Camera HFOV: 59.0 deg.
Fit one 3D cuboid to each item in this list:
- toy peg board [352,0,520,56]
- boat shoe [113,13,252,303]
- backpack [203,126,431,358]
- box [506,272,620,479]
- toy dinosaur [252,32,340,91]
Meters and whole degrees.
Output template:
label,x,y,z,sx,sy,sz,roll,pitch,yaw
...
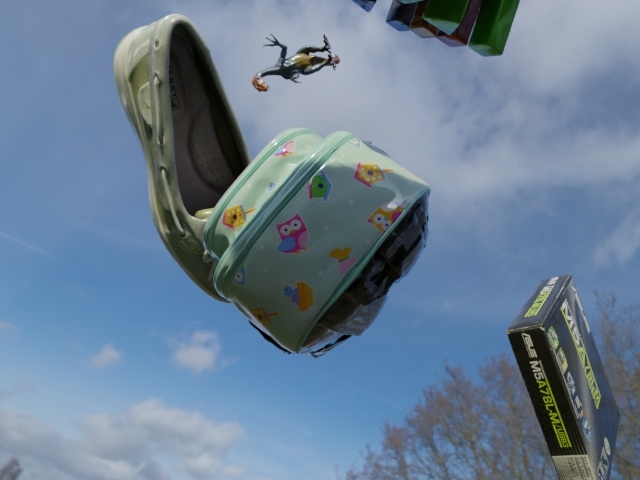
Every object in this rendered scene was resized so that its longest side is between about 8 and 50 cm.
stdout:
label,x,y,z,sx,sy,sz,roll,pitch,yaw
toy peg board,0.053,-0.190,0.393,0.161,0.079,0.160,19,1,-35
boat shoe,-0.121,-0.071,0.608,0.103,0.118,0.320,11,-59,53
backpack,0.000,0.000,0.426,0.144,0.166,0.188,42,-2,4
box,0.278,0.152,0.631,0.045,0.184,0.191,-19,-88,37
toy dinosaur,-0.025,-0.169,0.566,0.082,0.047,0.090,-20,-12,16
